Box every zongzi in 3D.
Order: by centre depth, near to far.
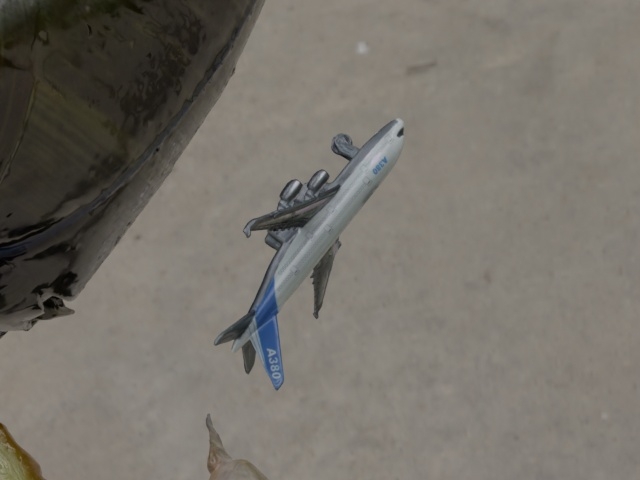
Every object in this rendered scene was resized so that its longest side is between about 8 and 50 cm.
[{"bbox_3d":[-0.149,-0.158,0.756,0.208,0.432,0.403,32,80,9],"label":"zongzi"}]

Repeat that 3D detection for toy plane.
[{"bbox_3d":[-0.003,0.000,0.419,0.024,0.078,0.084,23,78,20],"label":"toy plane"}]

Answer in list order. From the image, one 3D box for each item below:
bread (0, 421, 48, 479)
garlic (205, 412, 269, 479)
[{"bbox_3d":[-0.124,0.299,0.748,0.362,0.245,0.233,40,65,4],"label":"bread"},{"bbox_3d":[-0.068,0.231,1.097,0.090,0.198,0.128,0,-1,-25],"label":"garlic"}]
